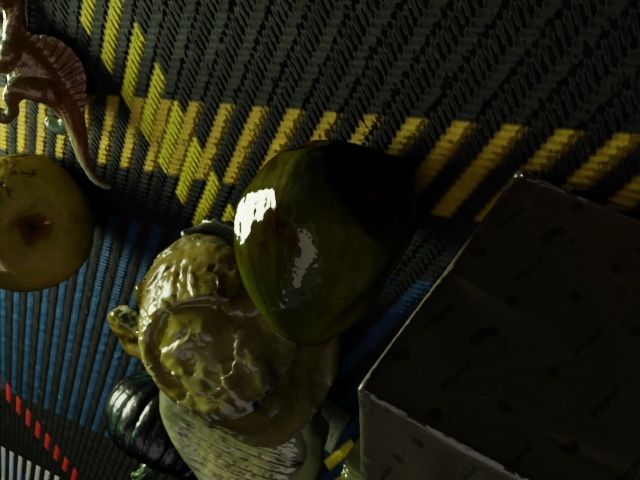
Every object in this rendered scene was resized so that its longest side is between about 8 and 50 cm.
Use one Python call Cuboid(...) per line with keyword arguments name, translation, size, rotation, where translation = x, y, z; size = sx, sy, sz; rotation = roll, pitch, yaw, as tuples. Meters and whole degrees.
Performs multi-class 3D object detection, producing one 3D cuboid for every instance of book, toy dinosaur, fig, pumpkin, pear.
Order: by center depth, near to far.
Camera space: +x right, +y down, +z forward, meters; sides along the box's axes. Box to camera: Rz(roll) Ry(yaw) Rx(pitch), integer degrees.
Cuboid(name="fig", translation=(0.000, 0.000, 0.767), size=(0.144, 0.165, 0.154), rotation=(16, -170, -23))
Cuboid(name="toy dinosaur", translation=(-0.272, -0.162, 0.980), size=(0.212, 0.057, 0.142), rotation=(34, 131, -9))
Cuboid(name="pear", translation=(-0.353, -0.022, 1.142), size=(0.178, 0.178, 0.178), rotation=(29, 147, 21))
Cuboid(name="book", translation=(-0.043, 0.191, 1.190), size=(0.172, 0.012, 0.118), rotation=(34, 147, 12))
Cuboid(name="pumpkin", translation=(-0.196, 0.251, 1.298), size=(0.194, 0.150, 0.194), rotation=(5, 157, 2))

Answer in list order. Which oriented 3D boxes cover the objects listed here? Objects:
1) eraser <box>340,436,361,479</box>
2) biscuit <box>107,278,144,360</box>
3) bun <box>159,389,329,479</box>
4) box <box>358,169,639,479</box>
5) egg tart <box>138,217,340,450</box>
Cuboid(name="eraser", translation=(0.083, 0.258, 1.033), size=(0.058, 0.117, 0.172), rotation=(25, 146, 33))
Cuboid(name="biscuit", translation=(-0.225, 0.111, 1.267), size=(0.183, 0.039, 0.174), rotation=(11, 139, 39))
Cuboid(name="bun", translation=(-0.081, 0.190, 1.107), size=(0.210, 0.116, 0.237), rotation=(9, 106, 27))
Cuboid(name="box", translation=(0.203, 0.134, 0.637), size=(0.297, 0.225, 0.190), rotation=(27, 147, 21))
Cuboid(name="egg tart", translation=(-0.100, 0.105, 0.981), size=(0.232, 0.098, 0.252), rotation=(-27, 86, 24))
